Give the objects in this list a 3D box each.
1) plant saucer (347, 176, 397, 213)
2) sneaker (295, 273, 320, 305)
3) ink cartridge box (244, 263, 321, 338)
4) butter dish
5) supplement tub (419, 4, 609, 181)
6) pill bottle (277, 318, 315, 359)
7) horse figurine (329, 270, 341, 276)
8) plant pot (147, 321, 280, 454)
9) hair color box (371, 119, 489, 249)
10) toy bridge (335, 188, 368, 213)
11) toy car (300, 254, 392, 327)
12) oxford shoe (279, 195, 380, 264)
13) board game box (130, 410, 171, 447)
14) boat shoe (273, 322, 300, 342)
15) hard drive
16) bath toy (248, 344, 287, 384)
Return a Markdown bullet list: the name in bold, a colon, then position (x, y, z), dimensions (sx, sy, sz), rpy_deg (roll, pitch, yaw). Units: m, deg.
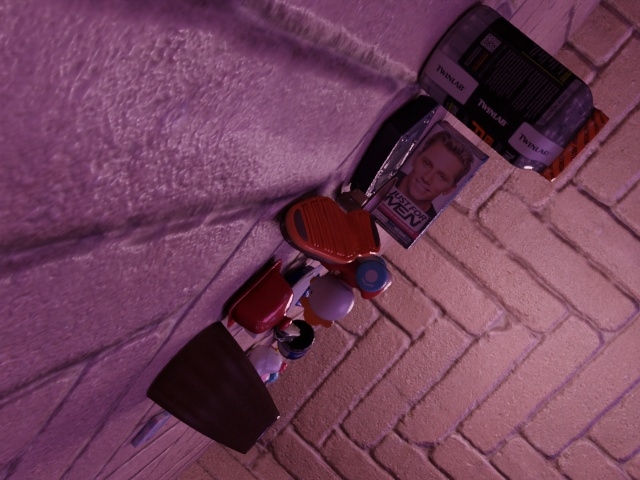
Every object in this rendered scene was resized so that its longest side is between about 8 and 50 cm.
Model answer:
- **plant saucer**: position (0.125, -0.102, 1.783), dimensions (0.198, 0.036, 0.198), rpy_deg (-47, 172, -9)
- **sneaker**: position (-0.046, 0.134, 1.945), dimensions (0.059, 0.053, 0.144), rpy_deg (-54, 178, 39)
- **ink cartridge box**: position (-0.084, 0.135, 1.768), dimensions (0.224, 0.045, 0.223), rpy_deg (-52, 171, 20)
- **butter dish**: position (-0.110, 0.142, 1.426), dimensions (0.160, 0.118, 0.160), rpy_deg (-44, 170, -22)
- **supplement tub**: position (0.357, -0.267, 1.250), dimensions (0.193, 0.316, 0.193), rpy_deg (-46, 171, -10)
- **pill bottle**: position (-0.097, 0.380, 2.538), dimensions (0.123, 0.123, 0.219), rpy_deg (-44, 172, -22)
- **horse figurine**: position (0.052, 0.139, 2.370), dimensions (0.263, 0.066, 0.174), rpy_deg (-54, -176, -1)
- **plant pot**: position (-0.203, 0.326, 1.410), dimensions (0.215, 0.230, 0.215), rpy_deg (-46, 171, -10)
- **hair color box**: position (0.305, -0.159, 1.960), dimensions (0.347, 0.174, 0.105), rpy_deg (-53, 169, 26)
- **toy bridge**: position (0.064, -0.076, 1.493), dimensions (0.026, 0.063, 0.188), rpy_deg (-46, 171, -16)
- **toy car**: position (0.030, 0.100, 1.636), dimensions (0.238, 0.210, 0.219), rpy_deg (-47, 179, 5)
- **oxford shoe**: position (0.000, 0.000, 1.324), dimensions (0.132, 0.130, 0.363), rpy_deg (-18, 167, 23)
- **board game box**: position (-0.418, 0.466, 1.675), dimensions (0.090, 0.020, 0.090), rpy_deg (-49, 172, 6)
- **boat shoe**: position (-0.119, 0.310, 2.255), dimensions (0.079, 0.084, 0.233), rpy_deg (-48, 175, -4)
- **hard drive**: position (0.152, -0.193, 1.440), dimensions (0.172, 0.054, 0.255), rpy_deg (-42, 170, -33)
- **bath toy**: position (-0.187, 0.427, 2.301), dimensions (0.348, 0.129, 0.151), rpy_deg (112, -12, -69)
